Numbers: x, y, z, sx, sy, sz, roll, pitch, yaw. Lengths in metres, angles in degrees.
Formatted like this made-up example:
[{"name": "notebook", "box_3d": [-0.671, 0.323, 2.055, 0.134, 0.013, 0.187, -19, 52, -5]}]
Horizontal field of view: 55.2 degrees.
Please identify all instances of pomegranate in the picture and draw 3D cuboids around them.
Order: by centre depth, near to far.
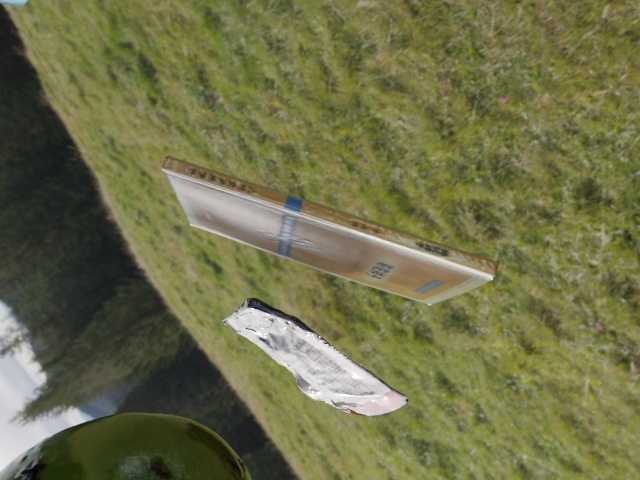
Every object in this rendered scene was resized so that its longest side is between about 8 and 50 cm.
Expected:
[{"name": "pomegranate", "box_3d": [-0.188, 0.309, 0.551, 0.291, 0.291, 0.323, 58, 179, -13]}]

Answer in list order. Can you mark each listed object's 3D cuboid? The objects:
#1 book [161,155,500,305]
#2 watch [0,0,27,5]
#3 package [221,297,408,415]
[{"name": "book", "box_3d": [0.000, 0.001, 0.497, 0.241, 0.018, 0.170, 18, 167, -1]}, {"name": "watch", "box_3d": [-0.209, -0.311, 0.535, 0.211, 0.193, 0.211, 24, 122, 44]}, {"name": "package", "box_3d": [-0.017, 0.159, 0.793, 0.239, 0.030, 0.154, 38, 149, -8]}]
